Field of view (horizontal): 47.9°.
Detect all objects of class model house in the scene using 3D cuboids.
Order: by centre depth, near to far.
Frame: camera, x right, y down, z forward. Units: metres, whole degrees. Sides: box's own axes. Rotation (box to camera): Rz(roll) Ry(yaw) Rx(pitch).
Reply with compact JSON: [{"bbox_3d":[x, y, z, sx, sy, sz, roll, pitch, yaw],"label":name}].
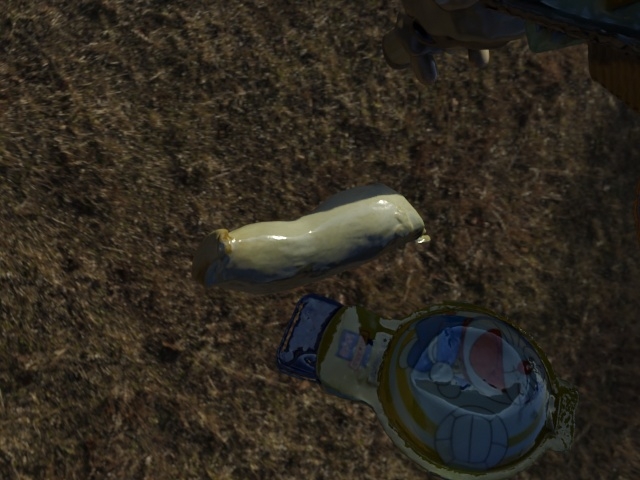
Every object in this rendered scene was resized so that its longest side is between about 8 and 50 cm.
[{"bbox_3d":[0.277,-0.200,0.628,0.280,0.249,0.230,-15,91,-52],"label":"model house"}]

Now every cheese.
[{"bbox_3d":[0.096,0.122,0.653,0.069,0.270,0.177,93,16,-55],"label":"cheese"}]

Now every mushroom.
[{"bbox_3d":[-0.001,0.002,0.921,0.351,0.097,0.109,-17,136,-34],"label":"mushroom"}]

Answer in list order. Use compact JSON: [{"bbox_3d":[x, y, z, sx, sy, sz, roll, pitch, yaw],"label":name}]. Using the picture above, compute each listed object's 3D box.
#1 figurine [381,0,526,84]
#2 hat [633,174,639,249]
[{"bbox_3d":[0.201,-0.353,1.039,0.248,0.380,0.203,-24,93,-15],"label":"figurine"},{"bbox_3d":[0.384,-0.010,0.534,0.233,0.233,0.244,-42,82,11],"label":"hat"}]
